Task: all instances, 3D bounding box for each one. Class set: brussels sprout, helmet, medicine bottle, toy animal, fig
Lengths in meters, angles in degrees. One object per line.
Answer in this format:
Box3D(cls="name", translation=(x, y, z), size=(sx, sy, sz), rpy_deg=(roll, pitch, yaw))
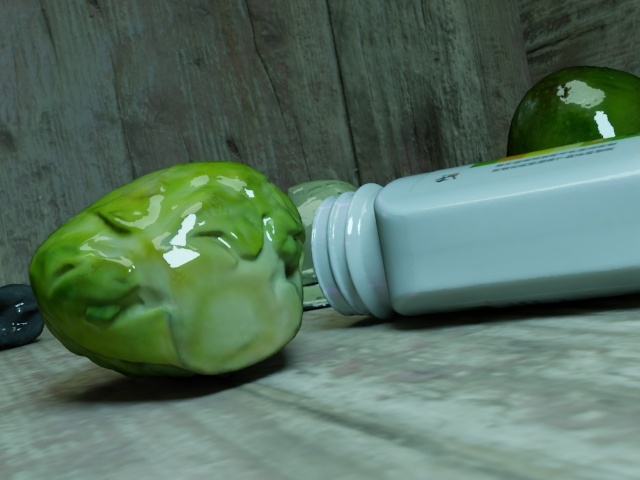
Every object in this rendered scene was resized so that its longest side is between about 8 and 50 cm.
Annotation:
Box3D(cls="brussels sprout", translation=(-0.111, 0.022, 0.632), size=(0.223, 0.161, 0.223), rpy_deg=(-3, 1, 0))
Box3D(cls="helmet", translation=(-0.002, -0.003, 1.015), size=(0.204, 0.137, 0.258), rpy_deg=(-10, 3, 25))
Box3D(cls="medicine bottle", translation=(0.155, -0.008, 0.669), size=(0.324, 0.124, 0.179), rpy_deg=(-11, 3, 31))
Box3D(cls="toy animal", translation=(-0.473, 0.114, 1.130), size=(0.270, 0.082, 0.137), rpy_deg=(-14, -2, 34))
Box3D(cls="fig", translation=(0.269, -0.062, 0.833), size=(0.196, 0.195, 0.244), rpy_deg=(-10, 32, 28))
